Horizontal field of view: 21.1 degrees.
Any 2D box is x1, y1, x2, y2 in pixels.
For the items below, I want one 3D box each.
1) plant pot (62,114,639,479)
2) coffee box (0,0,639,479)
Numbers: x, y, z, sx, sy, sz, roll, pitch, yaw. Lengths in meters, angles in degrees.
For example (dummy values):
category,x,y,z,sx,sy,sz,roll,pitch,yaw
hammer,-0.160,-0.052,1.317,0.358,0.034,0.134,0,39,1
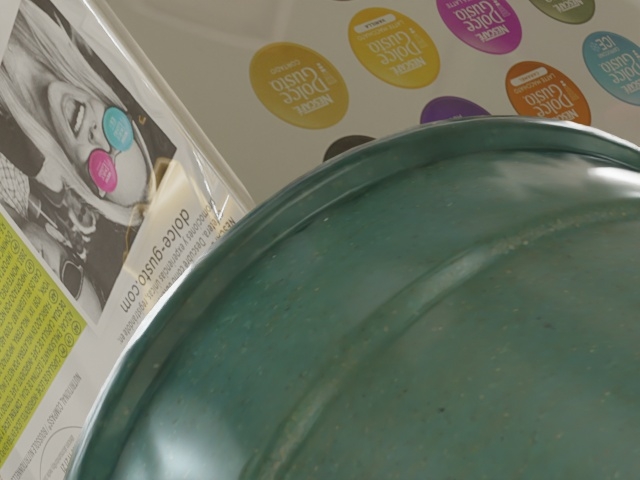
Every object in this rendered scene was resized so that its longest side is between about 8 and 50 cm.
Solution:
category,x,y,z,sx,sy,sz,roll,pitch,yaw
plant pot,0.133,0.153,0.502,0.341,0.334,0.341,-6,-77,-27
coffee box,0.000,0.000,0.975,0.337,0.338,0.334,-25,-109,-40
